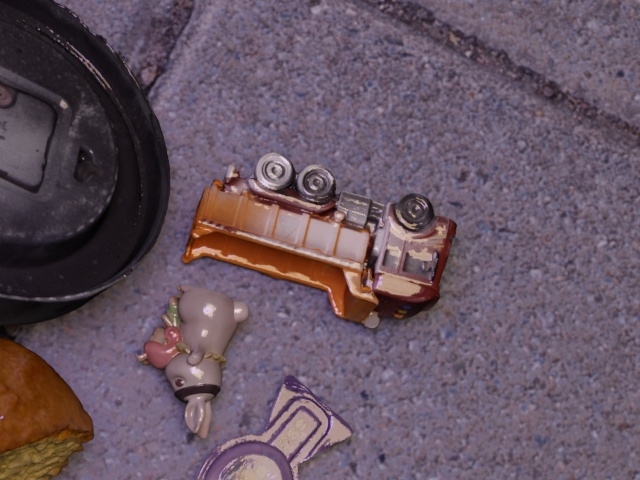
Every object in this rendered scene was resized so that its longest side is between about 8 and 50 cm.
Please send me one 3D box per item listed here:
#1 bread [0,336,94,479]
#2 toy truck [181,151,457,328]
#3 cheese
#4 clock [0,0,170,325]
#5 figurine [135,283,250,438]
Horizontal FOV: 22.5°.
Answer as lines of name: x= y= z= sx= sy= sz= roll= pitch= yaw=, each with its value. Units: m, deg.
bread: x=-0.400 y=0.179 z=1.518 sx=0.340 sy=0.194 sz=0.179 roll=-18 pitch=66 yaw=-37
toy truck: x=0.000 y=0.000 z=1.694 sx=0.271 sy=0.114 sz=0.135 roll=16 pitch=72 yaw=-6
cheese: x=-0.059 y=0.236 z=1.666 sx=0.105 sy=0.042 sz=0.191 roll=41 pitch=71 yaw=-1
clock: x=-0.331 y=-0.096 z=1.587 sx=0.386 sy=0.076 sz=0.386 roll=20 pitch=52 yaw=-28
figurine: x=-0.137 y=0.125 z=1.672 sx=0.098 sy=0.081 sz=0.146 roll=10 pitch=77 yaw=37
